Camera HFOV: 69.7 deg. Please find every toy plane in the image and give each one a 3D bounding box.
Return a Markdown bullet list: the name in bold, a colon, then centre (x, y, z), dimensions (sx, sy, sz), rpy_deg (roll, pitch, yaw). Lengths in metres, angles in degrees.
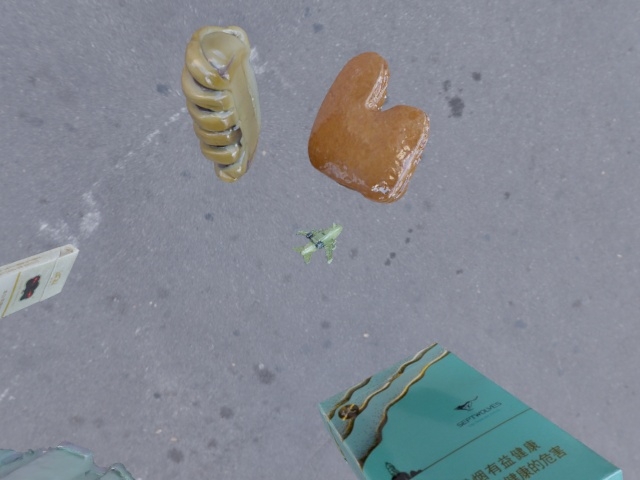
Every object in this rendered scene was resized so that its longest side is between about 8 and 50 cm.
- **toy plane**: centre (0.000, 0.000, 0.892), dimensions (0.111, 0.102, 0.040), rpy_deg (-38, 149, -16)

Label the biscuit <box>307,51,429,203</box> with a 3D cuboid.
- **biscuit**: centre (0.067, -0.161, 0.630), dimensions (0.036, 0.192, 0.186), rpy_deg (17, 104, -51)

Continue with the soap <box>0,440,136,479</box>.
- **soap**: centre (-0.279, 0.294, 0.301), dimensions (0.261, 0.446, 0.156), rpy_deg (16, 87, 4)

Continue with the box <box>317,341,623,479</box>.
- **box**: centre (0.112, 0.186, 0.419), dimensions (0.161, 0.229, 0.042), rpy_deg (-22, 109, -16)

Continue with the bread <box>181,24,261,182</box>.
- **bread**: centre (-0.140, -0.194, 0.660), dimensions (0.081, 0.134, 0.225), rpy_deg (9, 145, 10)

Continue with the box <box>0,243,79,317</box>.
- **box**: centre (-0.427, 0.064, 0.654), dimensions (0.024, 0.167, 0.090), rpy_deg (36, 111, 4)
